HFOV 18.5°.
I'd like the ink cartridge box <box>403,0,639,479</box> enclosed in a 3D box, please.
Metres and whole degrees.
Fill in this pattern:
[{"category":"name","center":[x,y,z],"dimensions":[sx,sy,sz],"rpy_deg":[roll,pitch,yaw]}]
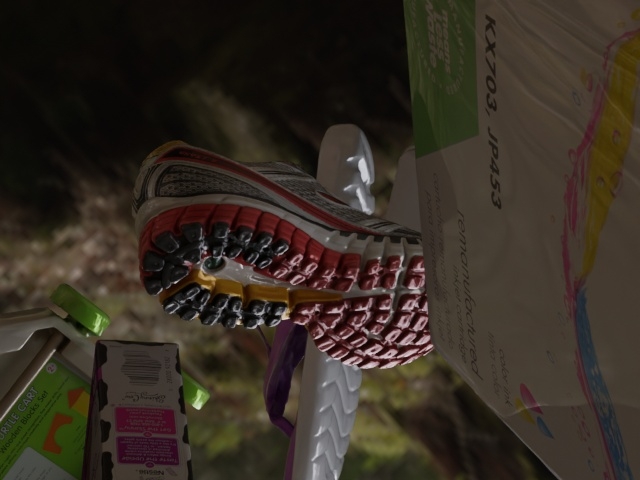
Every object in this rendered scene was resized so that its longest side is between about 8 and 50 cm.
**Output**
[{"category":"ink cartridge box","center":[0.155,0.018,0.656],"dimensions":[0.119,0.207,0.353],"rpy_deg":[-17,-150,-17]}]

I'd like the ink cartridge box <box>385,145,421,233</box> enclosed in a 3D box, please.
[{"category":"ink cartridge box","center":[0.222,0.004,1.886],"dimensions":[0.197,0.114,0.273],"rpy_deg":[-13,-144,-45]}]

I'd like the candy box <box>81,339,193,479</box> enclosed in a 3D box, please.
[{"category":"candy box","center":[-0.142,0.207,1.496],"dimensions":[0.233,0.071,0.159],"rpy_deg":[-104,-160,-56]}]

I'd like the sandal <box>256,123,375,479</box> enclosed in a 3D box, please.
[{"category":"sandal","center":[-0.013,0.085,2.011],"dimensions":[0.102,0.169,0.416],"rpy_deg":[4,-106,14]}]

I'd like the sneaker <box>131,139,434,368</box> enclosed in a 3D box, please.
[{"category":"sneaker","center":[0.000,0.000,1.045],"dimensions":[0.088,0.225,0.093],"rpy_deg":[-48,-139,28]}]

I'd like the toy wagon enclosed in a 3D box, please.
[{"category":"toy wagon","center":[-0.268,0.165,1.686],"dimensions":[0.267,0.344,0.068],"rpy_deg":[-53,-156,-6]}]
